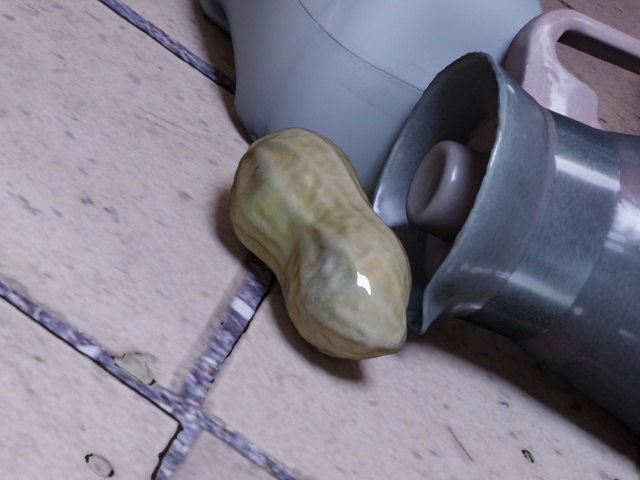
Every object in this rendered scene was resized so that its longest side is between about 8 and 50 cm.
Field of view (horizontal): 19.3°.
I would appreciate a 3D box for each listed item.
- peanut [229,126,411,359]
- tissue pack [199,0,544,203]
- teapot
[{"bbox_3d":[0.000,0.000,1.264,0.098,0.090,0.214,32,18,-44],"label":"peanut"},{"bbox_3d":[0.048,-0.200,1.542,0.229,0.236,0.333,25,25,-27],"label":"tissue pack"},{"bbox_3d":[0.229,-0.004,1.377,0.344,0.253,0.300,22,65,-20],"label":"teapot"}]
